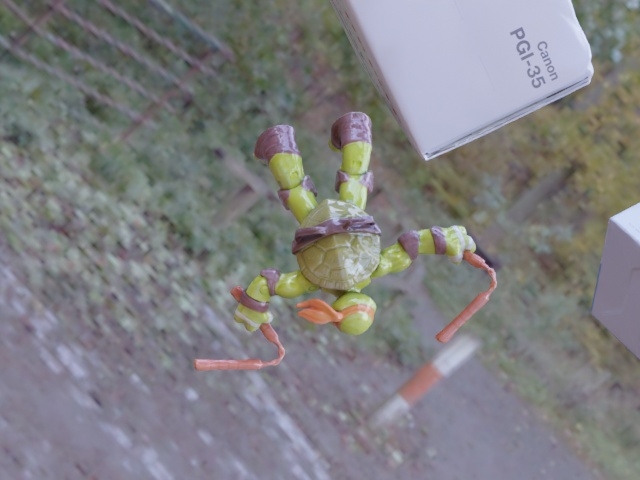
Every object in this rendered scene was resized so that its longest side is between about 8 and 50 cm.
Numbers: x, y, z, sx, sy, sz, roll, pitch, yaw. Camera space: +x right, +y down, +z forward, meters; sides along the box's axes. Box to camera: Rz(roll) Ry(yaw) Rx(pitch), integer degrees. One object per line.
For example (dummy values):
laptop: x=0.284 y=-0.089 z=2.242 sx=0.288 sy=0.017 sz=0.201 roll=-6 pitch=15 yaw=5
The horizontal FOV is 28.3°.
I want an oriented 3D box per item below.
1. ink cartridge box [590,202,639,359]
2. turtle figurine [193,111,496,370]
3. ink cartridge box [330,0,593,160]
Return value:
ink cartridge box: x=0.292 y=0.002 z=0.939 sx=0.060 sy=0.180 sz=0.104 roll=47 pitch=-28 yaw=37
turtle figurine: x=0.000 y=0.000 z=1.094 sx=0.087 sy=0.269 sz=0.217 roll=58 pitch=16 yaw=-61
ink cartridge box: x=0.053 y=-0.196 z=0.823 sx=0.207 sy=0.117 sz=0.283 roll=63 pitch=4 yaw=-19
